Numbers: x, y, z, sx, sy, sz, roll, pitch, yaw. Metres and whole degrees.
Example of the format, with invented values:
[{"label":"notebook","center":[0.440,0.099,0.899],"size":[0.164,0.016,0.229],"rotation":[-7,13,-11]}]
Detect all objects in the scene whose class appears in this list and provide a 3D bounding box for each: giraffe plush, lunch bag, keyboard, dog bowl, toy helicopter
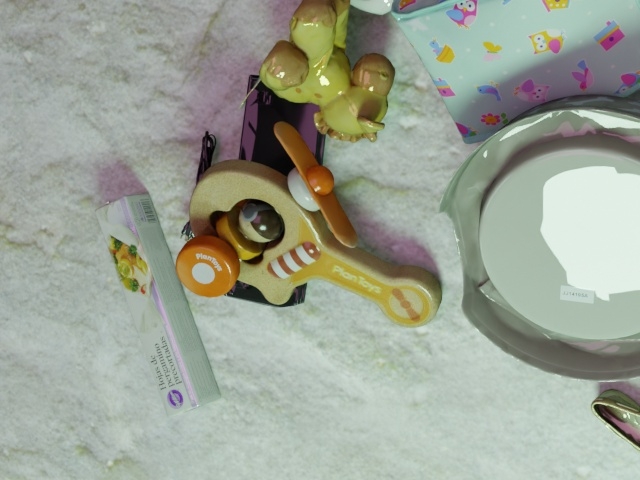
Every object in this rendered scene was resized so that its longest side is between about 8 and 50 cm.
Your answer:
[{"label":"giraffe plush","center":[0.019,-0.203,1.596],"size":[0.170,0.181,0.210],"rotation":[33,124,-4]},{"label":"lunch bag","center":[0.248,-0.253,1.437],"size":[0.262,0.160,0.223],"rotation":[-12,133,30]},{"label":"keyboard","center":[-0.094,-0.071,1.755],"size":[0.201,0.033,0.317],"rotation":[11,100,20]},{"label":"dog bowl","center":[0.311,-0.009,1.444],"size":[0.348,0.102,0.349],"rotation":[10,122,16]},{"label":"toy helicopter","center":[0.000,0.000,1.634],"size":[0.355,0.140,0.235],"rotation":[25,123,1]}]

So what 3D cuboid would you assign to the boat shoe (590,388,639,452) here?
[{"label":"boat shoe","center":[0.396,0.235,1.517],"size":[0.153,0.048,0.056],"rotation":[37,111,20]}]

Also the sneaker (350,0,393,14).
[{"label":"sneaker","center":[-0.003,-0.415,1.602],"size":[0.114,0.152,0.305],"rotation":[-37,80,24]}]

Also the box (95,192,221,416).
[{"label":"box","center":[-0.236,0.091,1.827],"size":[0.063,0.067,0.324],"rotation":[-23,86,29]}]
